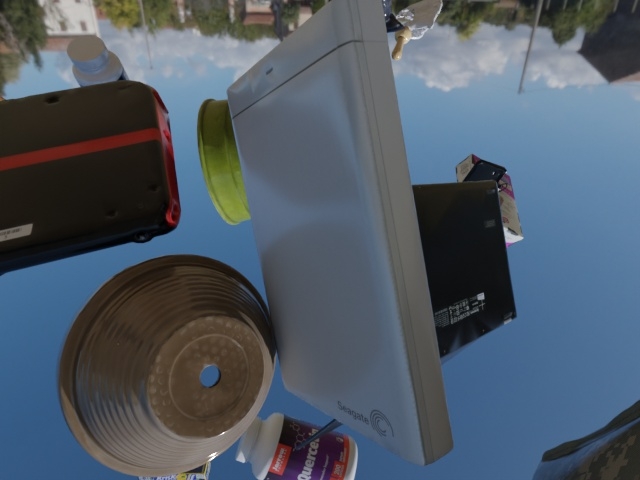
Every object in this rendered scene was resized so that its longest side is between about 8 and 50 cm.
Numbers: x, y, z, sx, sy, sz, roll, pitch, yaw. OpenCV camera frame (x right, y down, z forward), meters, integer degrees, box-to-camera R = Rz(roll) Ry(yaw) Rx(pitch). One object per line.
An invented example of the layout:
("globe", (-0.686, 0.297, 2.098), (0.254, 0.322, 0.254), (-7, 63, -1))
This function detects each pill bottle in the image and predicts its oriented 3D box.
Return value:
("pill bottle", (-0.444, -0.328, 0.890), (0.094, 0.169, 0.094), (1, -113, -2))
("pill bottle", (-0.069, 0.611, 1.241), (0.323, 0.181, 0.181), (20, -151, -6))

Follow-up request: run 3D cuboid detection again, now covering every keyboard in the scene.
("keyboard", (0.370, -0.110, 1.049), (0.100, 0.192, 0.038), (19, -139, -9))

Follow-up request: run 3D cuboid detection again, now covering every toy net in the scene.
("toy net", (0.109, -0.332, 0.751), (0.232, 0.045, 0.122), (-41, -127, 3))

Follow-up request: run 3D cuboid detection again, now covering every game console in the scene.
("game console", (-0.380, -0.077, 0.536), (0.387, 0.060, 0.342), (-15, -131, -10))

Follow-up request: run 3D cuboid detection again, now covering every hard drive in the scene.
("hard drive", (0.000, 0.000, 0.418), (0.047, 0.352, 0.233), (-15, -172, -32))

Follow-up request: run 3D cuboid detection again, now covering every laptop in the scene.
("laptop", (0.143, 0.120, 0.761), (0.382, 0.407, 0.236), (-9, -178, -42))

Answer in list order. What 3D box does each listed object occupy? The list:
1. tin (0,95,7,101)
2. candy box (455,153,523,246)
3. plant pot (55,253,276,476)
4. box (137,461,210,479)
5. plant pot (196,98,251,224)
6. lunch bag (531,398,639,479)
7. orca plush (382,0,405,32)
("tin", (-0.564, -0.226, 0.642), (0.106, 0.040, 0.190), (10, 171, 32))
("candy box", (0.465, -0.110, 1.206), (0.159, 0.071, 0.233), (24, -130, -21))
("plant pot", (-0.134, 0.132, 0.452), (0.237, 0.237, 0.110), (-22, -169, -35))
("box", (-0.372, 0.585, 1.107), (0.169, 0.054, 0.059), (1, -150, -2))
("plant pot", (-0.110, -0.248, 1.242), (0.353, 0.366, 0.366), (-8, -152, 8))
("lunch bag", (0.220, 0.230, 0.252), (0.169, 0.287, 0.235), (31, -123, 22))
("orca plush", (0.005, -0.363, 0.520), (0.102, 0.287, 0.151), (-43, -124, -14))
